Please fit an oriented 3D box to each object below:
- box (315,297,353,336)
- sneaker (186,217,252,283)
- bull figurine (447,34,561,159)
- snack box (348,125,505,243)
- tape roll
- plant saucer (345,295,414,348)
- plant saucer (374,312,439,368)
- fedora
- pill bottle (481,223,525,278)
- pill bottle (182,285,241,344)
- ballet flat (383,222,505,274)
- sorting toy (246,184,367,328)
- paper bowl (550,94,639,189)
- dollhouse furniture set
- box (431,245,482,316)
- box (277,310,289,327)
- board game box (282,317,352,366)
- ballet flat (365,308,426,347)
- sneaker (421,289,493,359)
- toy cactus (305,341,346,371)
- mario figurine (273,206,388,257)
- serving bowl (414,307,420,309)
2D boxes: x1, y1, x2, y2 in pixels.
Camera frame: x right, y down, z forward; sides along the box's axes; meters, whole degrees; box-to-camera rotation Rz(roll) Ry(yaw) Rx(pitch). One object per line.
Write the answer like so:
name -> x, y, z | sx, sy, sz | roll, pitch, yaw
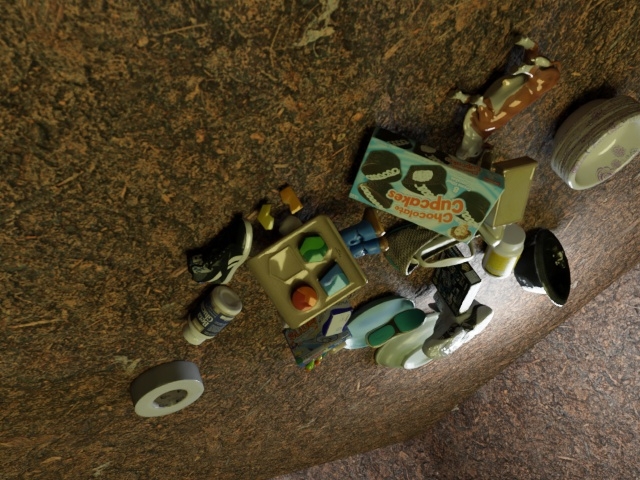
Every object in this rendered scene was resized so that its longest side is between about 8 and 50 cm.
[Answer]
box -> 0.029, 0.204, 1.653 | 0.072, 0.137, 0.126 | -11, 143, -24
sneaker -> -0.250, 0.033, 1.268 | 0.121, 0.079, 0.217 | 0, 137, -36
bull figurine -> 0.419, -0.331, 1.262 | 0.310, 0.101, 0.188 | -43, 143, 20
snack box -> 0.246, -0.127, 1.269 | 0.322, 0.060, 0.187 | 22, 134, 1
tape roll -> -0.486, 0.473, 1.688 | 0.219, 0.072, 0.219 | -20, 147, -14
plant saucer -> 0.206, 0.303, 2.006 | 0.317, 0.044, 0.318 | -20, 145, -15
plant saucer -> 0.437, 0.470, 2.354 | 0.400, 0.100, 0.400 | -20, 145, -15
fedora -> 0.863, 0.115, 2.103 | 0.152, 0.334, 0.334 | -15, 161, 40
pill bottle -> 0.661, 0.037, 1.920 | 0.119, 0.119, 0.208 | -21, 147, -12
pill bottle -> -0.301, 0.208, 1.450 | 0.169, 0.094, 0.094 | -44, 144, 21
ballet flat -> 0.427, -0.024, 1.607 | 0.482, 0.182, 0.164 | -25, 146, -7
sorting toy -> -0.055, 0.039, 1.269 | 0.229, 0.041, 0.307 | -32, 103, 2
paper bowl -> 0.806, -0.297, 1.555 | 0.284, 0.148, 0.284 | -20, 145, -14
dollhouse furniture set -> 0.415, -0.166, 1.369 | 0.212, 0.242, 0.161 | -14, 126, -22
box -> 0.472, 0.142, 1.867 | 0.051, 0.175, 0.220 | -19, 145, -15
box -> -0.033, 0.142, 1.591 | 0.063, 0.067, 0.324 | 0, 138, -37
board game box -> -0.012, 0.310, 1.767 | 0.201, 0.136, 0.035 | -32, 147, 3
ballet flat -> 0.277, 0.326, 1.996 | 0.248, 0.086, 0.086 | -23, 146, -7
sneaker -> 0.462, 0.292, 1.984 | 0.366, 0.210, 0.137 | -22, 141, -34
toy cactus -> 0.002, 0.389, 1.913 | 0.180, 0.112, 0.219 | -20, 152, -13
mario figurine -> 0.000, 0.000, 1.372 | 0.320, 0.170, 0.198 | -19, 105, 1
serving bowl -> 0.367, 0.295, 2.130 | 0.083, 0.027, 0.083 | -20, 145, -14
